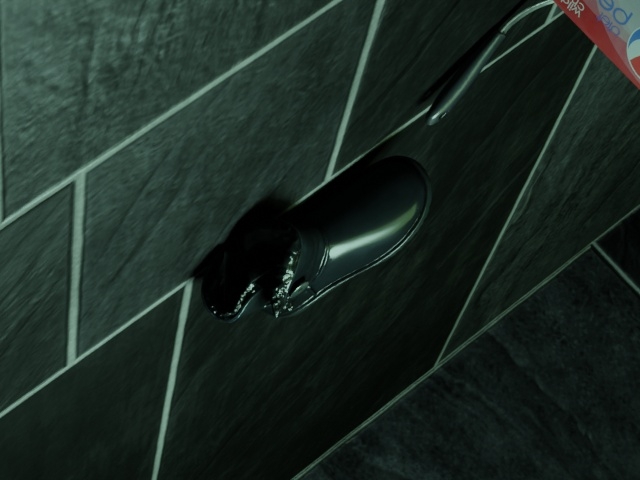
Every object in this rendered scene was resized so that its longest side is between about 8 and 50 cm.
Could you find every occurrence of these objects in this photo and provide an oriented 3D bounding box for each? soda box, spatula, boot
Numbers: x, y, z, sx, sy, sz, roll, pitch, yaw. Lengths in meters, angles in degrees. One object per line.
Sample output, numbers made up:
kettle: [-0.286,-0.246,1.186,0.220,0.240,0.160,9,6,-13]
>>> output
soda box: [0.321,-0.224,1.877,0.083,0.263,0.092,-31,161,-38]
spatula: [0.215,-0.233,2.042,0.296,0.030,0.084,-44,168,7]
boot: [0.000,0.000,2.019,0.246,0.094,0.207,-39,170,11]
